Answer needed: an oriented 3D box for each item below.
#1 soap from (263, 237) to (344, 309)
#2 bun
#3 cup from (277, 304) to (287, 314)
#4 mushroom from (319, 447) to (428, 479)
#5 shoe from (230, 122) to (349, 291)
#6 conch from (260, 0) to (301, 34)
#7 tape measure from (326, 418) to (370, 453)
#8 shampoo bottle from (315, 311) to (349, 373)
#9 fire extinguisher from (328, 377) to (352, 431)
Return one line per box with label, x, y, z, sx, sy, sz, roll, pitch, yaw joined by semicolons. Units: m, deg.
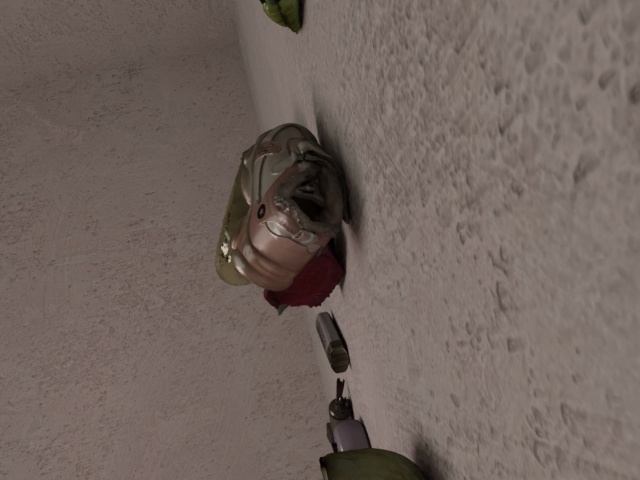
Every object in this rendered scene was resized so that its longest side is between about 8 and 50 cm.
soap;-0.046;0.050;1.206;0.289;0.182;0.112;117;143;-56
bun;-0.138;-0.053;1.398;0.359;0.210;0.360;-164;90;-80
cup;-0.104;0.059;1.820;0.347;0.162;0.348;166;90;-83
mushroom;0.091;0.401;0.823;0.267;0.163;0.190;80;177;-54
shoe;-0.032;-0.092;0.989;0.198;0.171;0.351;-35;41;45
conch;-0.066;-0.414;0.967;0.170;0.079;0.106;51;-151;-69
tape measure;0.083;0.589;1.525;0.196;0.105;0.179;126;131;-83
shampoo bottle;0.031;0.287;1.579;0.227;0.055;0.086;-122;21;-71
fire extinguisher;0.059;0.537;1.756;0.106;0.075;0.252;-109;8;-46
